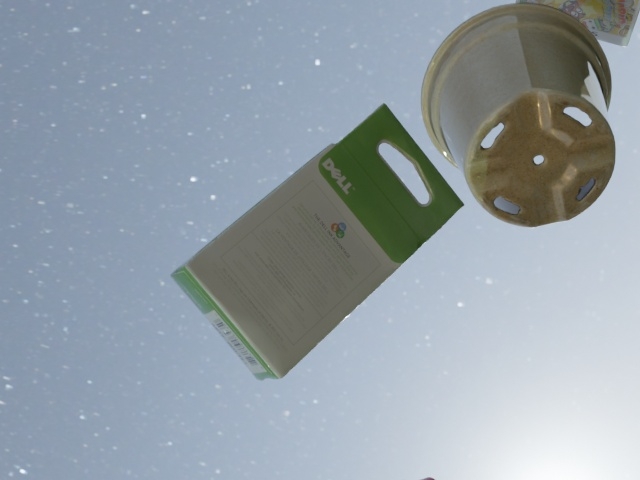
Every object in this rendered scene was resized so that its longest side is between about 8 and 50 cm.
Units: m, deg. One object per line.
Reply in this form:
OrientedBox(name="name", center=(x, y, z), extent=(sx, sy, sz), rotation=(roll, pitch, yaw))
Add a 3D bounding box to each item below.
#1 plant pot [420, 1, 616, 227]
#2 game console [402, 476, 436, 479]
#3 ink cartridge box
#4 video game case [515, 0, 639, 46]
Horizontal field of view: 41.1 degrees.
OrientedBox(name="plant pot", center=(0.336, -0.183, 1.390), extent=(0.305, 0.333, 0.334), rotation=(-82, -20, -61))
OrientedBox(name="game console", center=(0.171, 0.525, 1.062), extent=(0.060, 0.342, 0.387), rotation=(-10, -57, -15))
OrientedBox(name="ink cartridge box", center=(0.000, 0.000, 0.664), extent=(0.209, 0.062, 0.109), rotation=(-41, -84, -21))
OrientedBox(name="video game case", center=(0.431, -0.416, 1.419), extent=(0.227, 0.206, 0.026), rotation=(68, -137, -68))
